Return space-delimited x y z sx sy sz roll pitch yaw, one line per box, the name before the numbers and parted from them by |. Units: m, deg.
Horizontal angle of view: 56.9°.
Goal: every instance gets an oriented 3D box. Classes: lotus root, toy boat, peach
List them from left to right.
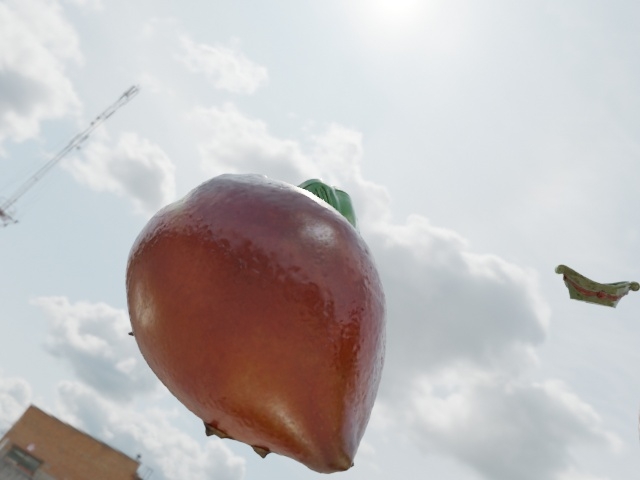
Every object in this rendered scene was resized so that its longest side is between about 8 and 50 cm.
peach | -0.058 0.060 0.631 0.362 0.257 0.201 50 -41 37
lotus root | 0.000 0.000 1.061 0.186 0.186 0.186 22 -36 17
toy boat | 0.606 0.105 1.301 0.185 0.071 0.089 13 -4 3

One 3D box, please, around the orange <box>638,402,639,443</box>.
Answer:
orange | 0.382 0.160 0.453 0.246 0.246 0.246 22 -36 17
